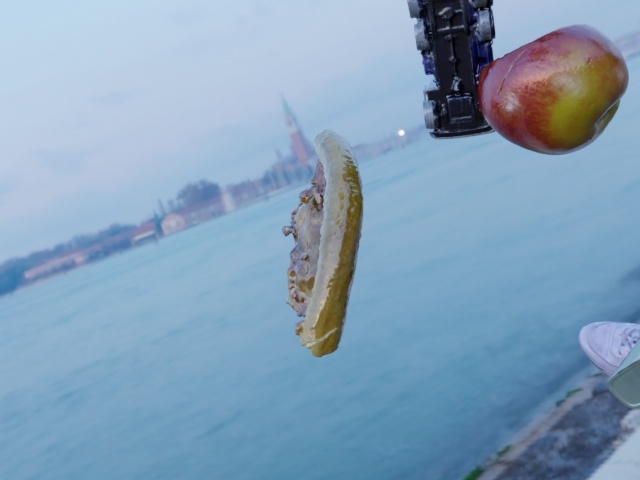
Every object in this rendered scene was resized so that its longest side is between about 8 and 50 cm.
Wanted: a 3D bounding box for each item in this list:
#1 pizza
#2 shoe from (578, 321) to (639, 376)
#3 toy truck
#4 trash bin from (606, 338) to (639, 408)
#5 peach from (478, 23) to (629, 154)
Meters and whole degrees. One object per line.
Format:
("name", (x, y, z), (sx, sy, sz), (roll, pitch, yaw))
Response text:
("pizza", (0.000, 0.000, 1.311), (0.074, 0.365, 0.182), (18, -25, -25))
("shoe", (0.541, 0.180, 1.505), (0.245, 0.137, 0.095), (15, 68, 35))
("toy truck", (0.206, -0.301, 1.378), (0.124, 0.268, 0.155), (-6, 29, 10))
("trash bin", (0.435, 0.140, 1.148), (0.130, 0.059, 0.116), (-41, -12, -29))
("peach", (0.323, -0.218, 1.269), (0.190, 0.192, 0.190), (-54, -13, -18))
